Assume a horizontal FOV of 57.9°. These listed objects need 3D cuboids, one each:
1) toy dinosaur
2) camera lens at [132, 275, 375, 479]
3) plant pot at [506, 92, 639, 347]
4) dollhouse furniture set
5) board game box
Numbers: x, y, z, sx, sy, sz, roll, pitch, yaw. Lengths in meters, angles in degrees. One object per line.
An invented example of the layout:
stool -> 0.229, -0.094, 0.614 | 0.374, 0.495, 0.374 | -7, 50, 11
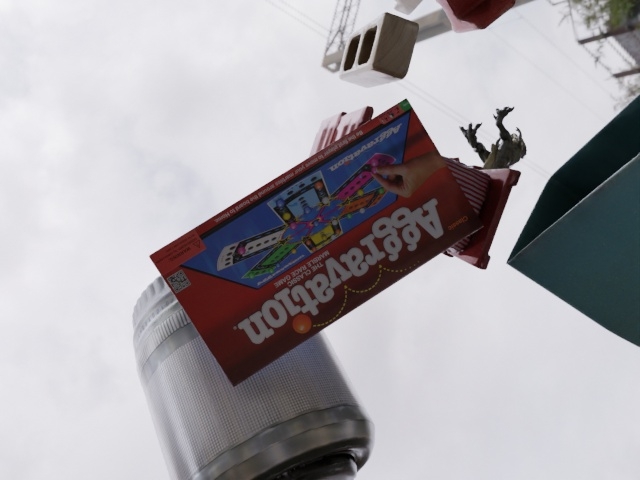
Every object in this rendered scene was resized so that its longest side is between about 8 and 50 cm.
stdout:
toy dinosaur -> 0.301, -0.161, 1.015 | 0.268, 0.064, 0.118 | -36, -64, -37
camera lens -> -0.083, 0.172, 0.665 | 0.219, 0.219, 0.274 | -3, -131, -36
plant pot -> 0.333, 0.006, 0.523 | 0.234, 0.165, 0.166 | 39, -130, 4
dollhouse furniture set -> 0.128, -0.180, 0.663 | 0.201, 0.152, 0.374 | 16, -87, -18
board game box -> 0.000, 0.000, 0.548 | 0.281, 0.027, 0.145 | -32, -85, -6
